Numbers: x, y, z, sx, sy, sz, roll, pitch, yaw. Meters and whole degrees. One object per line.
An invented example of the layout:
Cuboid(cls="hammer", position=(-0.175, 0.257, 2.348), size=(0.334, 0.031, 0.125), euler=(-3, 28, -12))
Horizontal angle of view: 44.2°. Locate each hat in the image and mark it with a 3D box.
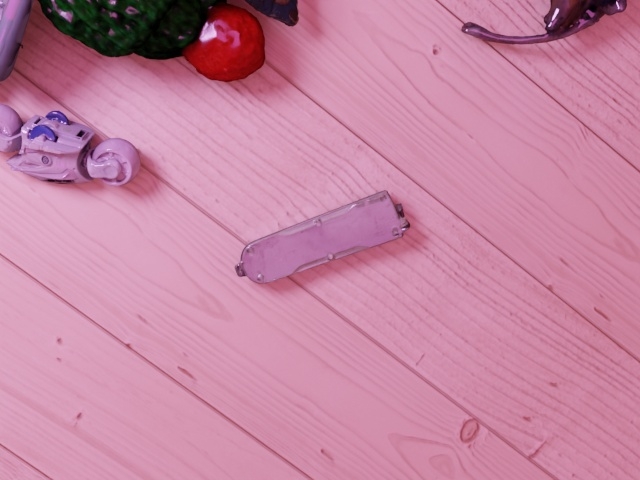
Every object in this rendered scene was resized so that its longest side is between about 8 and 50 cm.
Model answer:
Cuboid(cls="hat", position=(-0.216, -0.365, 1.147), size=(0.332, 0.242, 0.274), euler=(33, 116, -30))

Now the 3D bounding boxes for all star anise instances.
Cuboid(cls="star anise", position=(0.411, -0.457, 1.229), size=(0.359, 0.139, 0.316), euler=(4, 87, 10))

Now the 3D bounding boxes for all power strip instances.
Cuboid(cls="power strip", position=(0.000, 0.000, 1.262), size=(0.286, 0.048, 0.080), euler=(-21, 95, -3))

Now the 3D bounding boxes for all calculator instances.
Cuboid(cls="calculator", position=(-0.436, -0.331, 1.113), size=(0.041, 0.185, 0.299), euler=(14, 133, -30))

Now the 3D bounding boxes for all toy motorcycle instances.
Cuboid(cls="toy motorcycle", position=(-0.402, -0.134, 1.197), size=(0.254, 0.112, 0.112), euler=(17, 94, -6))

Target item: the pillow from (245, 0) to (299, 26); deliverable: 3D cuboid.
Cuboid(cls="pillow", position=(-0.082, -0.457, 1.136), size=(0.034, 0.189, 0.255), euler=(2, 83, 33))
